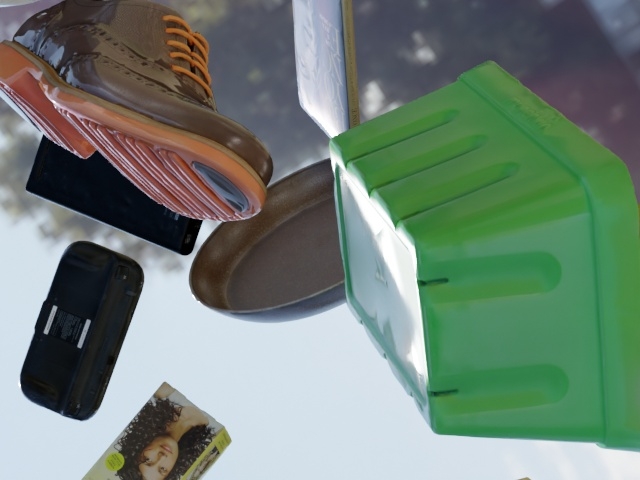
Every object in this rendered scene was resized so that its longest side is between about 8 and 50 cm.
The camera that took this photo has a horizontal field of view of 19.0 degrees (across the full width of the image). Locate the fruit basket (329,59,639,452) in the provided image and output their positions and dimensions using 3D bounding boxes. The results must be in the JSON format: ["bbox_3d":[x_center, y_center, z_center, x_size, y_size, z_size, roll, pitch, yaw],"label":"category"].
[{"bbox_3d":[0.221,0.016,1.607,0.392,0.392,0.283,-96,0,-69],"label":"fruit basket"}]

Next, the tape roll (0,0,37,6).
[{"bbox_3d":[-0.339,-0.338,1.803,0.169,0.246,0.246,5,141,51],"label":"tape roll"}]

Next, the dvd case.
[{"bbox_3d":[0.004,-0.220,2.218,0.164,0.018,0.221,-129,28,-52],"label":"dvd case"}]

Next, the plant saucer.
[{"bbox_3d":[0.000,0.000,2.150,0.310,0.311,0.050,-104,-13,-62],"label":"plant saucer"}]

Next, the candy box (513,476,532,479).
[{"bbox_3d":[0.168,0.420,2.418,0.316,0.183,0.087,-7,-150,-46],"label":"candy box"}]

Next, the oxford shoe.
[{"bbox_3d":[-0.134,-0.120,1.450,0.364,0.133,0.130,30,165,49],"label":"oxford shoe"}]

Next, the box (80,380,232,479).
[{"bbox_3d":[-0.195,0.259,1.914,0.087,0.232,0.058,34,165,18],"label":"box"}]

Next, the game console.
[{"bbox_3d":[-0.261,0.023,2.186,0.213,0.361,0.044,22,-174,20],"label":"game console"}]
